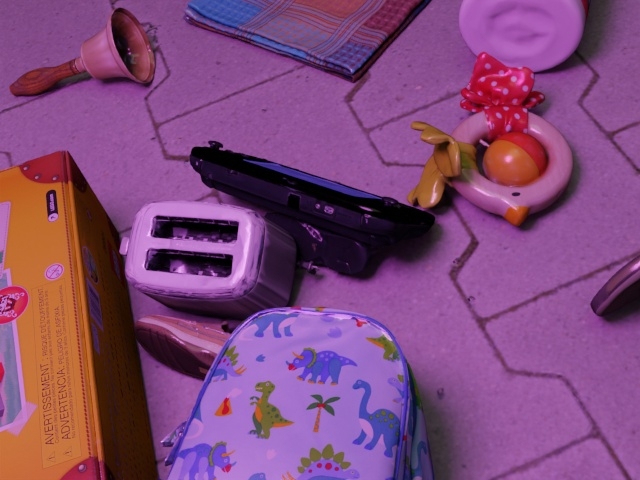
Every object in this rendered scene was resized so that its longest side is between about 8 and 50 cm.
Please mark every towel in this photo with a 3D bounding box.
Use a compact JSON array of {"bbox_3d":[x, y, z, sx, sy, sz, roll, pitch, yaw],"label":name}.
[{"bbox_3d":[-0.018,-0.412,1.413,0.370,0.040,0.271,27,64,29],"label":"towel"}]

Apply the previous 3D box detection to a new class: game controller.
[{"bbox_3d":[-0.013,-0.066,1.084,0.319,0.067,0.166,21,18,27],"label":"game controller"}]

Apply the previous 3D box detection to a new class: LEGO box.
[{"bbox_3d":[-0.410,0.176,0.961,0.372,0.193,0.500,-18,52,-1],"label":"LEGO box"}]

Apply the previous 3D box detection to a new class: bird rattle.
[{"bbox_3d":[0.234,-0.118,1.108,0.207,0.143,0.253,40,57,21],"label":"bird rattle"}]

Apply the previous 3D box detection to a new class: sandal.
[{"bbox_3d":[0.451,0.040,0.916,0.303,0.120,0.086,-12,66,4],"label":"sandal"}]

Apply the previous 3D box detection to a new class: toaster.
[{"bbox_3d":[-0.128,0.024,1.024,0.227,0.146,0.129,6,79,17],"label":"toaster"}]

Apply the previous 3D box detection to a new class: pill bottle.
[{"bbox_3d":[0.324,-0.418,1.247,0.176,0.176,0.318,9,57,20],"label":"pill bottle"}]

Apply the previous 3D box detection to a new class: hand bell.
[{"bbox_3d":[-0.411,-0.284,1.388,0.242,0.126,0.126,-16,50,18],"label":"hand bell"}]

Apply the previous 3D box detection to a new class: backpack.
[{"bbox_3d":[-0.015,0.238,0.812,0.290,0.273,0.355,2,36,20],"label":"backpack"}]

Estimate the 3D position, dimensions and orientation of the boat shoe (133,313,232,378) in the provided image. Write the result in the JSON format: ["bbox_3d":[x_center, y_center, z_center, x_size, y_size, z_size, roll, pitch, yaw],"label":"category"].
[{"bbox_3d":[-0.135,0.128,1.024,0.190,0.068,0.072,22,49,16],"label":"boat shoe"}]

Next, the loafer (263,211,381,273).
[{"bbox_3d":[0.000,0.000,1.094,0.170,0.062,0.061,22,23,29],"label":"loafer"}]
